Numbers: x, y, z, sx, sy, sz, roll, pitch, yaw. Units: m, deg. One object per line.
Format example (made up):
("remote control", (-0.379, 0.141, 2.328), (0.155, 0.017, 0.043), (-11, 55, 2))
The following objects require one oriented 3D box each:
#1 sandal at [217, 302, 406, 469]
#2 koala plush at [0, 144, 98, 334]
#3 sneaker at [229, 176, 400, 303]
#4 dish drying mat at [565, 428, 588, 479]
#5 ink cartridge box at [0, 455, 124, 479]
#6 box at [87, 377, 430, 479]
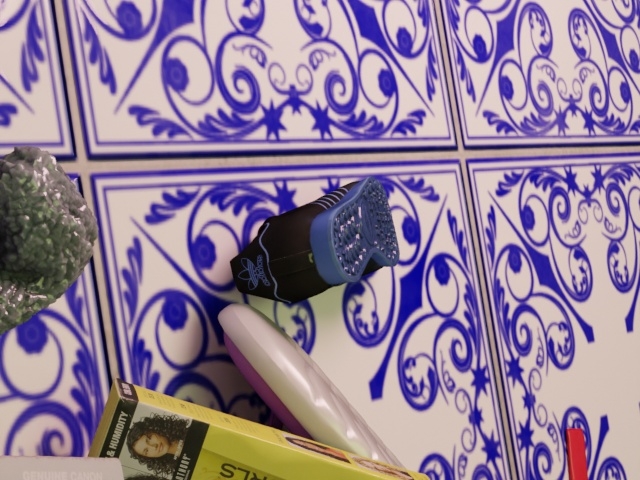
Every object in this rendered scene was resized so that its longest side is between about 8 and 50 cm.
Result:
("sandal", (0.038, 0.222, 1.096), (0.102, 0.169, 0.416), (-40, 114, -3))
("koala plush", (-0.258, -0.038, 0.693), (0.203, 0.196, 0.221), (-48, 131, -43))
("sneaker", (0.000, 0.000, 1.139), (0.232, 0.090, 0.081), (-18, 95, -74))
("dish drying mat", (0.266, 0.236, 1.469), (0.032, 0.008, 0.083), (8, 75, -50))
("ink cartridge box", (-0.185, 0.234, 0.737), (0.275, 0.060, 0.239), (15, 53, -56))
("box", (-0.040, 0.168, 0.941), (0.232, 0.058, 0.087), (20, 92, -14))
